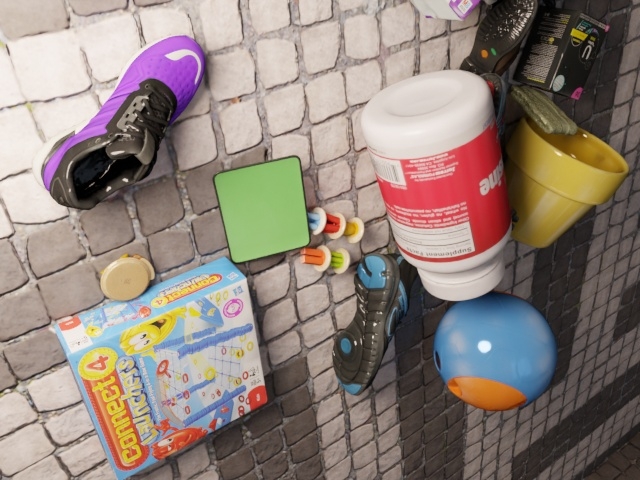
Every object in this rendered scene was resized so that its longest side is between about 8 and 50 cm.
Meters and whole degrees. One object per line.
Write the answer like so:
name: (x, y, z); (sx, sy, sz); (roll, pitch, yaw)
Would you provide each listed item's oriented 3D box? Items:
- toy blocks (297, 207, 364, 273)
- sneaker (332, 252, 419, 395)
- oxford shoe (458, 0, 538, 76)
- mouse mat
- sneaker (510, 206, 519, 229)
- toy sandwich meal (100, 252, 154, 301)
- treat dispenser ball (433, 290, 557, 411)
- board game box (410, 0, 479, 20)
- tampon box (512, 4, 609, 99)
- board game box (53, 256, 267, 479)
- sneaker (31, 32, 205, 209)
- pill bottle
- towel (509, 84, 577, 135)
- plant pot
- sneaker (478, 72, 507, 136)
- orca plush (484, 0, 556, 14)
toy blocks: (0.000, 0.000, 1.151); (0.148, 0.054, 0.123); (12, 109, -39)
sneaker: (0.129, 0.187, 1.310); (0.140, 0.125, 0.340); (-4, 119, -42)
oxford shoe: (0.345, -0.380, 1.148); (0.096, 0.082, 0.227); (-28, 163, -32)
mouse mat: (-0.097, -0.051, 1.050); (0.153, 0.007, 0.189); (-14, 125, -11)
sneaker: (0.341, -0.003, 1.385); (0.098, 0.135, 0.276); (-37, 156, -32)
toy sandwich meal: (-0.310, 0.057, 0.964); (0.086, 0.029, 0.085); (-15, 120, -27)
treat dispenser ball: (0.419, 0.265, 1.463); (0.288, 0.288, 0.288); (-18, 124, -29)
board game box: (0.242, -0.502, 0.942); (0.144, 0.142, 0.275); (38, 97, -27)
tampon box: (0.508, -0.397, 1.281); (0.121, 0.101, 0.160); (2, 113, -38)
board game box: (-0.259, 0.223, 1.057); (0.302, 0.086, 0.308); (-24, 127, -26)
sneaker: (-0.246, -0.149, 0.813); (0.293, 0.146, 0.102); (-48, 134, -5)
pill bottle: (0.234, -0.089, 1.140); (0.229, 0.229, 0.407); (-34, 126, -18)
towel: (0.481, -0.282, 1.303); (0.110, 0.148, 0.027); (-5, 144, -36)
plant pot: (0.507, -0.123, 1.359); (0.254, 0.254, 0.239); (-4, 133, -36)
sneaker: (0.316, -0.241, 1.213); (0.125, 0.104, 0.261); (-41, 159, -28)
orca plush: (0.387, -0.473, 1.116); (0.287, 0.102, 0.151); (0, 117, -49)
